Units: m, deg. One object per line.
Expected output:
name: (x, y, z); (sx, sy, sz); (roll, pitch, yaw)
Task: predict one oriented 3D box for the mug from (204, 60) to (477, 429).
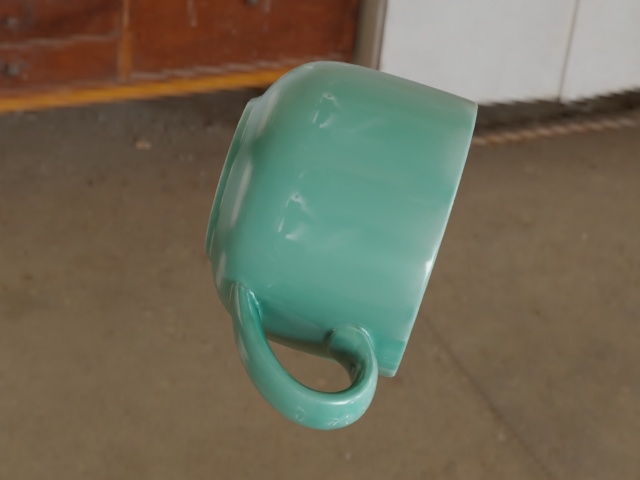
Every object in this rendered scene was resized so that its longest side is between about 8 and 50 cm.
mug: (0.003, -0.009, 0.700); (0.097, 0.129, 0.158); (18, 22, 2)
